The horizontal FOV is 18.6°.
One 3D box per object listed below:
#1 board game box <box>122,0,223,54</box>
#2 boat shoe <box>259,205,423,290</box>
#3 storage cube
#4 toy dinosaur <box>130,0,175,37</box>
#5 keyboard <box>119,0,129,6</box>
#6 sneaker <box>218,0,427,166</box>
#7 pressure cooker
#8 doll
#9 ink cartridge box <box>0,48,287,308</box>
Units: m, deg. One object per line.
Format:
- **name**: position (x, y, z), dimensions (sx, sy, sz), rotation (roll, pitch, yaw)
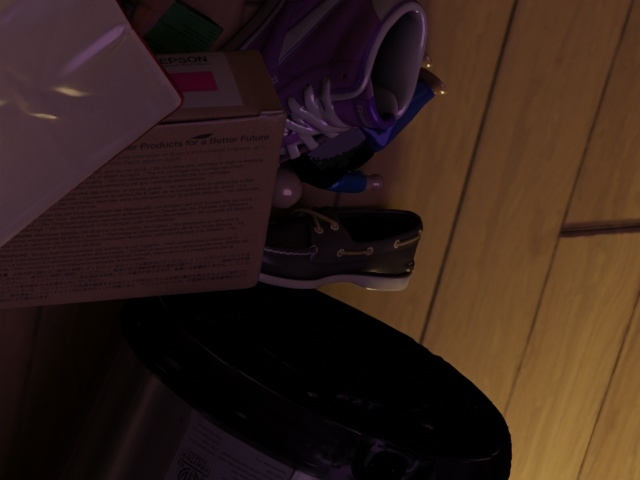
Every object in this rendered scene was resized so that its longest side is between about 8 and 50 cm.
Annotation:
- **board game box**: position (-0.206, -0.170, 1.535), dimensions (0.260, 0.030, 0.136), rotation (29, 98, -43)
- **boat shoe**: position (0.000, 0.000, 1.763), dimensions (0.228, 0.081, 0.068), rotation (2, 115, -44)
- **storage cube**: position (-0.239, -0.142, 1.326), dimensions (0.215, 0.193, 0.183), rotation (-38, 141, -7)
- **toy dinosaur**: position (-0.115, -0.204, 1.503), dimensions (0.112, 0.064, 0.211), rotation (5, 129, -29)
- **keyboard**: position (-0.279, -0.172, 1.442), dimensions (0.317, 0.033, 0.201), rotation (-39, 134, -7)
- **sneaker**: position (-0.022, -0.105, 1.617), dimensions (0.102, 0.161, 0.282), rotation (25, 105, -44)
- **pressure cooker**: position (-0.077, 0.269, 1.688), dimensions (0.375, 0.370, 0.420), rotation (14, 107, -36)
- **doll**: position (0.027, -0.092, 1.738), dimensions (0.189, 0.046, 0.129), rotation (-39, 133, -7)
- **ink cartridge box**: position (-0.158, -0.047, 1.526), dimensions (0.235, 0.088, 0.193), rotation (-4, 134, -17)
